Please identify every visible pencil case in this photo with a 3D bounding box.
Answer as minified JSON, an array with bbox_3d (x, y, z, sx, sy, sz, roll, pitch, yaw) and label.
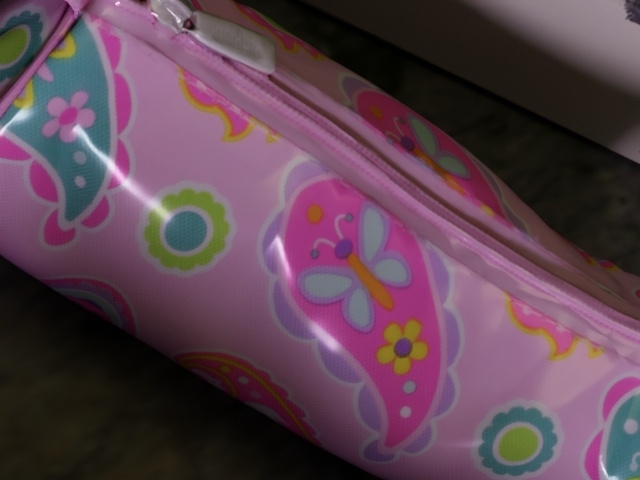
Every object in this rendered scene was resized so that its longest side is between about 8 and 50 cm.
[{"bbox_3d":[0.000,0.000,0.597,0.284,0.124,0.124,34,56,-19],"label":"pencil case"}]

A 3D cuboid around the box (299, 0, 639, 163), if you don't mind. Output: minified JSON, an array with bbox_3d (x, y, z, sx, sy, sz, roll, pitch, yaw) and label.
[{"bbox_3d":[0.091,-0.130,0.724,0.275,0.094,0.113,21,61,-26],"label":"box"}]
